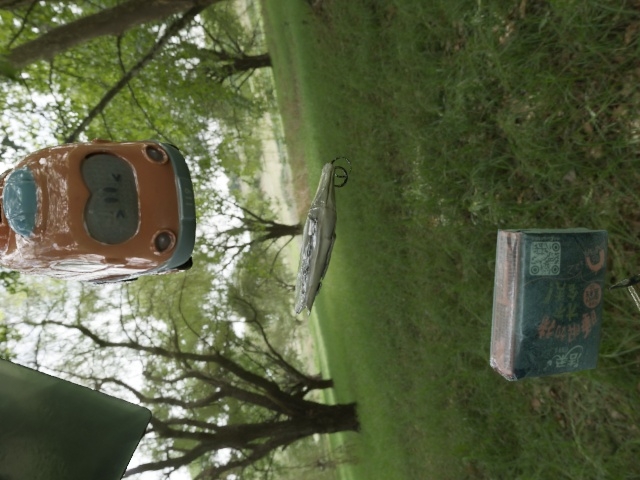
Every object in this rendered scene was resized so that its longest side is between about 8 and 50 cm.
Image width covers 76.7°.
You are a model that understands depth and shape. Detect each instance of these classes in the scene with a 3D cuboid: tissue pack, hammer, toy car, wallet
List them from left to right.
[{"bbox_3d":[-0.307,-0.032,0.528,0.212,0.271,0.180,0,-100,-59],"label":"toy car"},{"bbox_3d":[-0.003,-0.001,0.888,0.275,0.068,0.335,-74,-3,-67],"label":"wallet"},{"bbox_3d":[0.493,0.130,0.876,0.103,0.228,0.315,-154,64,-75],"label":"tissue pack"},{"bbox_3d":[0.544,0.153,0.653,0.013,0.062,0.198,41,-149,-65],"label":"hammer"}]

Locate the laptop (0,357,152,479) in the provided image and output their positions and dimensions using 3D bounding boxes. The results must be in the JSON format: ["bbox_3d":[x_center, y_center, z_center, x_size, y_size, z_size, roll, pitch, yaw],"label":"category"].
[{"bbox_3d":[-0.332,0.214,0.386,0.015,0.269,0.187,113,176,-52],"label":"laptop"}]
